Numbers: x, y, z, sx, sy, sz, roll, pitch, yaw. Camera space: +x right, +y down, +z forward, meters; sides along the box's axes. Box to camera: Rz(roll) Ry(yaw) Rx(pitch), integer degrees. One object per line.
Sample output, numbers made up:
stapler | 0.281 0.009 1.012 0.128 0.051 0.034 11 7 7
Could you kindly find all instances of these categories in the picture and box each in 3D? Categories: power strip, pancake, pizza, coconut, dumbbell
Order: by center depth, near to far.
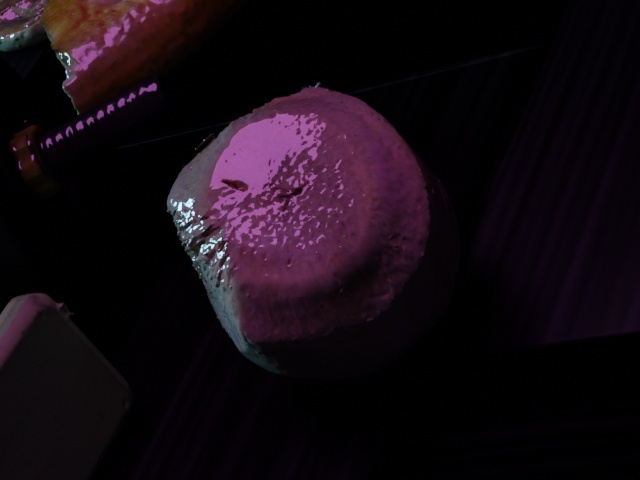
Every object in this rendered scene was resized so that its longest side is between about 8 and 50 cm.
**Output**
coconut | 0.000 0.000 0.752 0.110 0.124 0.110 -3 72 10
power strip | -0.137 0.103 0.778 0.028 0.076 0.169 -8 39 41
dumbbell | -0.211 0.004 0.923 0.325 0.143 0.143 -27 31 13
pizza | -0.081 -0.164 1.111 0.134 0.056 0.271 -11 40 32
pancake | -0.165 -0.169 1.233 0.139 0.022 0.139 -25 33 17
